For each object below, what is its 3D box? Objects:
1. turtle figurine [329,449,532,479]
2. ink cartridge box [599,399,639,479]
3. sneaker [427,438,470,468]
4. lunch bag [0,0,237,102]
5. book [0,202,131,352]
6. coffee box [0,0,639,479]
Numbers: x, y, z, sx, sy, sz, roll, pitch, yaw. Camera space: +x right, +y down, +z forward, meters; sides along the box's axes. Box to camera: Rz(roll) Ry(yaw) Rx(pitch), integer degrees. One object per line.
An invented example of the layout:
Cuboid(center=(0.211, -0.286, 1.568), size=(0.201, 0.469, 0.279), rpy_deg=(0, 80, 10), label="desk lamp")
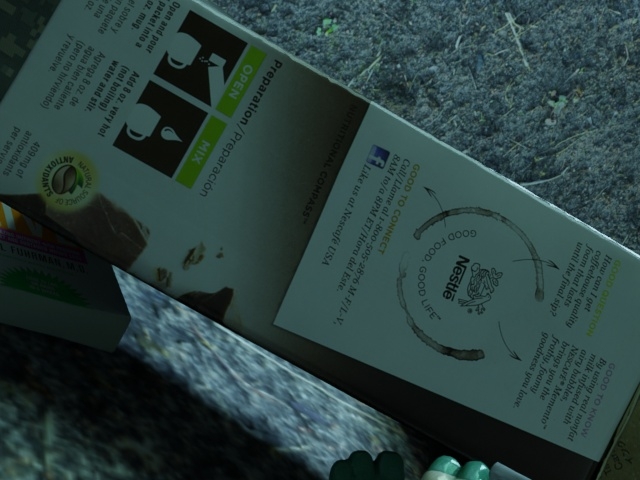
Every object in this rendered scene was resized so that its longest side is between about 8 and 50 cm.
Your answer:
Cuboid(center=(0.079, 0.159, 0.382), size=(0.175, 0.118, 0.234), rpy_deg=(46, -6, -16), label="turtle figurine")
Cuboid(center=(0.221, 0.143, 0.615), size=(0.193, 0.088, 0.235), rpy_deg=(36, 29, -56), label="ink cartridge box")
Cuboid(center=(0.140, 0.136, 0.668), size=(0.145, 0.090, 0.270), rpy_deg=(27, 12, -19), label="sneaker")
Cuboid(center=(-0.148, -0.132, 0.757), size=(0.235, 0.169, 0.287), rpy_deg=(30, 18, -18), label="lunch bag")
Cuboid(center=(-0.167, 0.001, 0.541), size=(0.096, 0.035, 0.144), rpy_deg=(20, 20, -35), label="book")
Cuboid(center=(0.000, 0.000, 0.490), size=(0.297, 0.119, 0.168), rpy_deg=(29, -4, -5), label="coffee box")
